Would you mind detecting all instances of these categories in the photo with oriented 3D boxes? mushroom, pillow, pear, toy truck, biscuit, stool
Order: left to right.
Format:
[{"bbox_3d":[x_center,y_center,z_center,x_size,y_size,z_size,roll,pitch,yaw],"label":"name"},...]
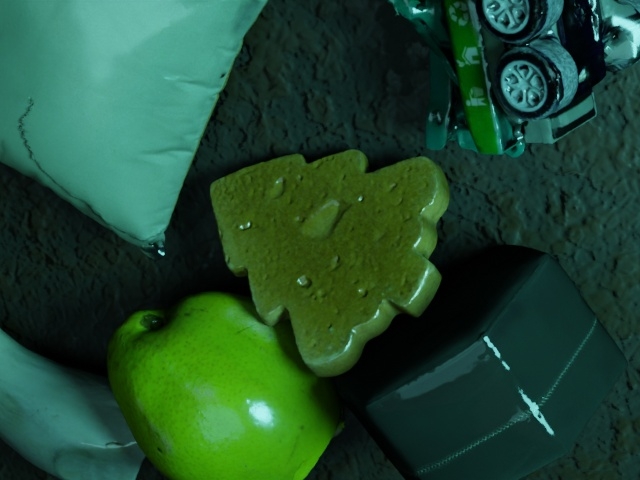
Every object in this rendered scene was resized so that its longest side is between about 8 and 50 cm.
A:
[{"bbox_3d":[-0.281,0.151,1.437,0.270,0.103,0.118,30,115,8],"label":"mushroom"},{"bbox_3d":[-0.218,-0.179,1.283,0.312,0.119,0.310,29,111,3],"label":"pillow"},{"bbox_3d":[-0.088,0.137,1.334,0.220,0.187,0.187,42,114,1],"label":"pear"},{"bbox_3d":[0.000,0.000,1.294,0.239,0.041,0.212,26,83,28],"label":"biscuit"},{"bbox_3d":[0.135,0.114,1.251,0.232,0.232,0.141,-34,101,23],"label":"stool"},{"bbox_3d":[0.135,-0.234,1.139,0.178,0.176,0.363,7,116,39],"label":"toy truck"}]

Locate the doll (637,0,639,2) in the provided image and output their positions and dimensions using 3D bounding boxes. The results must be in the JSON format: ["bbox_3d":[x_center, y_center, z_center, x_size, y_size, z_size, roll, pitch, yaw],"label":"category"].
[{"bbox_3d":[0.341,-0.148,1.180,0.195,0.070,0.096,45,137,4],"label":"doll"}]
